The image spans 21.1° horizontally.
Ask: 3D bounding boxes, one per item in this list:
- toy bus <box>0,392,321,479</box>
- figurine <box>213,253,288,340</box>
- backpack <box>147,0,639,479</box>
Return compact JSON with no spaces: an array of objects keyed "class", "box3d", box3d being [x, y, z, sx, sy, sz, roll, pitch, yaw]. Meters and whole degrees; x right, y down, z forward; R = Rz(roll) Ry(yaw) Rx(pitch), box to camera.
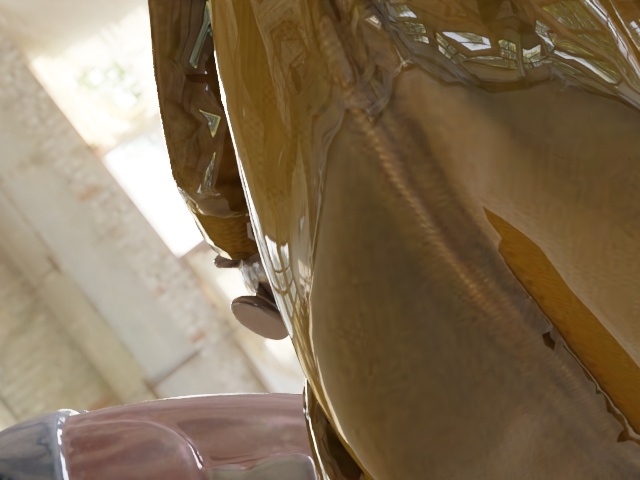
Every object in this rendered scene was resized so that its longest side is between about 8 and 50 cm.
[{"class":"toy bus","box3d":[-0.023,0.192,0.618,0.231,0.294,0.197,-14,-32,5]},{"class":"figurine","box3d":[0.000,0.000,1.160,0.125,0.125,0.138,-44,20,49]},{"class":"backpack","box3d":[0.095,-0.086,0.474,0.201,0.378,0.353,-14,-26,32]}]
